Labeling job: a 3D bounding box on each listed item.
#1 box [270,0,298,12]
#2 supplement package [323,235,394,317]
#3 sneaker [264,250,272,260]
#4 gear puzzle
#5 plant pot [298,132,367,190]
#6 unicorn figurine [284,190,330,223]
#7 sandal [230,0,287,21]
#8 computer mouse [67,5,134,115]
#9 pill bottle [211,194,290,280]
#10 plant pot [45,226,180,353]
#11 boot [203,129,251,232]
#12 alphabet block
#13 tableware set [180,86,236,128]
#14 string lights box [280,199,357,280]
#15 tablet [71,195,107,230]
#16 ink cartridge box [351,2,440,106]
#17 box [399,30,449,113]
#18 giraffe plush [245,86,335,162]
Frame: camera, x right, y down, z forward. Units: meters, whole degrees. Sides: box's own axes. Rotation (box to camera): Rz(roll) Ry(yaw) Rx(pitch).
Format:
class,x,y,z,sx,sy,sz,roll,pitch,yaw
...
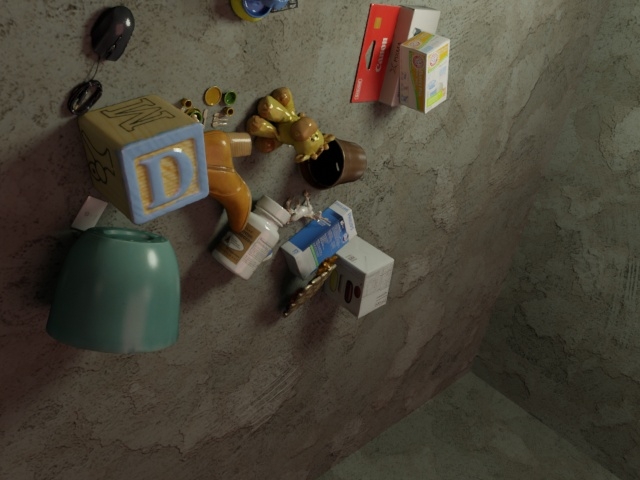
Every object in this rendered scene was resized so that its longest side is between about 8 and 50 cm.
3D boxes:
class,x,y,z,sx,sy,sz,roll,pitch,yaw
box,-0.091,-0.596,1.423,0.083,0.018,0.067,-28,136,-33
supplement package,0.134,0.129,2.108,0.149,0.194,0.203,-22,133,-36
sneaker,-0.204,0.041,1.763,0.152,0.058,0.084,-31,144,-36
gear puzzle,-0.036,0.141,1.945,0.175,0.044,0.339,-36,168,-35
plant pot,0.048,-0.237,1.760,0.165,0.167,0.166,-11,126,-53
unicorn figurine,-0.052,-0.096,1.843,0.162,0.060,0.111,-16,132,-21
sandal,-0.095,-0.634,1.280,0.126,0.138,0.317,1,115,-34
computer mouse,-0.444,-0.361,1.186,0.071,0.041,0.242,14,108,-53
pill bottle,-0.194,-0.011,1.674,0.229,0.131,0.131,-52,144,-5
plant pot,-0.458,0.098,1.344,0.293,0.293,0.235,3,100,-50
boot,-0.287,-0.141,1.505,0.211,0.104,0.295,-14,123,-36
alphabet block,-0.380,-0.181,1.269,0.193,0.197,0.192,-26,136,-34
tableware set,-0.272,-0.324,1.427,0.154,0.024,0.104,-9,124,-45
string lights box,0.000,0.000,1.953,0.260,0.077,0.133,-40,142,-20
tablet,-0.534,-0.060,1.351,0.054,0.006,0.083,26,97,-54
ink cartridge box,0.231,-0.560,1.785,0.261,0.066,0.296,-18,130,-42
box,0.314,-0.510,1.774,0.114,0.103,0.203,-37,141,-27
giraffe plush,-0.067,-0.285,1.567,0.181,0.170,0.210,-56,145,0
